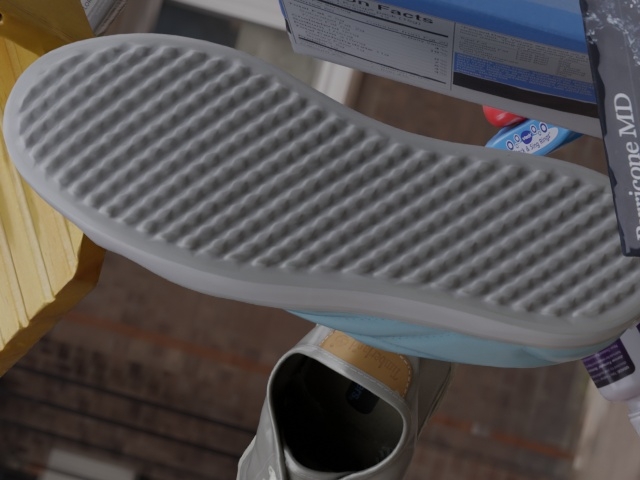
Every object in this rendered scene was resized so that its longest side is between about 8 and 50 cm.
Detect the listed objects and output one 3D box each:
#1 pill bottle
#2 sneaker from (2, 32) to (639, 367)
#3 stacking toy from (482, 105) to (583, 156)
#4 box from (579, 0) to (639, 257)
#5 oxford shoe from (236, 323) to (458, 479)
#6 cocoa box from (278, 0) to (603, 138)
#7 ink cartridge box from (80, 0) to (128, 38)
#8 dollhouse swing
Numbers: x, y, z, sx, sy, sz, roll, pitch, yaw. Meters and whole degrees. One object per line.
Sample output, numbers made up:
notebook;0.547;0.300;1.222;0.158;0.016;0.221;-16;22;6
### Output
pill bottle;0.298;0.089;1.745;0.193;0.108;0.108;62;178;4
sneaker;0.000;0.000;1.013;0.150;0.366;0.135;101;-171;-68
stacking toy;0.135;-0.223;1.383;0.166;0.302;0.175;-38;5;-30
box;0.181;-0.075;0.630;0.093;0.158;0.156;-31;-65;-43
oxford shoe;-0.003;0.215;1.567;0.130;0.169;0.449;-47;-18;-48
cocoa box;0.125;-0.272;1.102;0.228;0.231;0.347;63;-137;-81
ink cartridge box;-0.269;-0.300;1.753;0.109;0.209;0.062;-52;-1;14
dollhouse swing;-0.380;-0.071;1.513;0.347;0.315;0.305;-40;40;33
